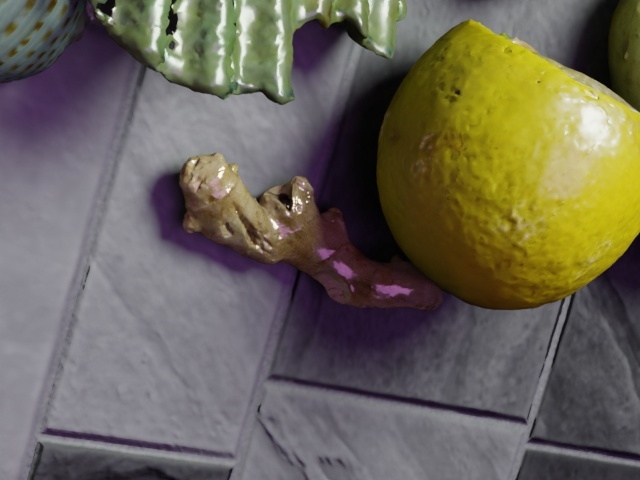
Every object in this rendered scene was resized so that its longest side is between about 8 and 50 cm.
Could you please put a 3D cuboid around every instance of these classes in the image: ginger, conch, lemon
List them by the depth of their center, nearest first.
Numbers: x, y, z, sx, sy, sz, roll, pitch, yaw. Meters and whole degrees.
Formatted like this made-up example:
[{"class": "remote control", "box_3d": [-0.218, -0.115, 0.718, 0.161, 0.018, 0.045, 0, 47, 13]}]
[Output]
[{"class": "conch", "box_3d": [-0.227, -0.192, 0.895, 0.200, 0.131, 0.172, 35, 83, -29]}, {"class": "lemon", "box_3d": [0.156, -0.050, 1.080, 0.240, 0.240, 0.219, 21, 105, -31]}, {"class": "ginger", "box_3d": [0.000, 0.000, 1.105, 0.288, 0.075, 0.089, 22, 85, -27]}]

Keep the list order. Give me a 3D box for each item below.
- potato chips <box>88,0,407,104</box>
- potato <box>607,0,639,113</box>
[{"class": "potato chips", "box_3d": [-0.026, -0.306, 0.920, 0.373, 0.097, 0.389, -24, 120, -44]}, {"class": "potato", "box_3d": [0.372, -0.125, 1.214, 0.210, 0.173, 0.307, -10, 108, -29]}]
